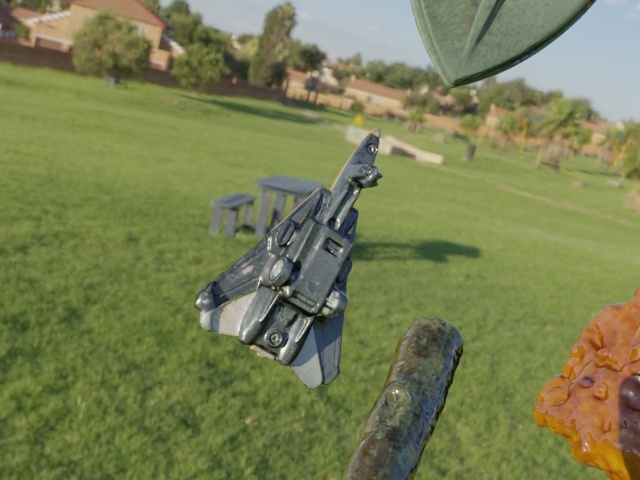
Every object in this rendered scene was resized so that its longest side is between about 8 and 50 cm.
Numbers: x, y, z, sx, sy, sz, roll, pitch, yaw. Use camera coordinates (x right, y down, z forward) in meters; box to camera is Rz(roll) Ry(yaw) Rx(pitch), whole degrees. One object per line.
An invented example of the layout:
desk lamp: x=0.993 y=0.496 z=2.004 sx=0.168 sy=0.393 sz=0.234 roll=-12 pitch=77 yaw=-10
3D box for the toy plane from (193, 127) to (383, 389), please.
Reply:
toy plane: x=0.005 y=0.001 z=0.985 sx=0.204 sy=0.316 sz=0.103 roll=33 pitch=-5 yaw=-24

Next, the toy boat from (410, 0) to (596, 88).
toy boat: x=0.134 y=-0.236 z=0.475 sx=0.141 sy=0.319 sz=0.092 roll=22 pitch=0 yaw=1

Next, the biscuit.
biscuit: x=0.489 y=0.212 z=1.221 sx=0.110 sy=0.312 sz=0.318 roll=43 pitch=-10 yaw=-24

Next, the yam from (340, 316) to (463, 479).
yam: x=0.056 y=0.164 z=0.668 sx=0.061 sy=0.061 sz=0.274 roll=18 pitch=38 yaw=14
